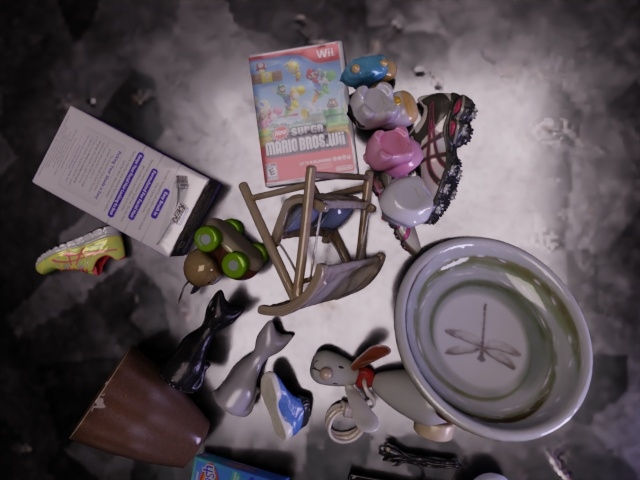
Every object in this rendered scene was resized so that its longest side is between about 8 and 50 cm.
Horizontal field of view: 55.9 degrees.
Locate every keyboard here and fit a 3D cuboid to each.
[{"bbox_3d":[0.214,0.534,1.275,0.317,0.033,0.201,8,99,5],"label":"keyboard"}]

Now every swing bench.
[{"bbox_3d":[0.000,0.000,1.155,0.165,0.253,0.255,-10,89,31],"label":"swing bench"}]

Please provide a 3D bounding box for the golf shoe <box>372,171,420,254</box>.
[{"bbox_3d":[0.173,-0.062,1.247,0.086,0.067,0.186,-24,89,4],"label":"golf shoe"}]

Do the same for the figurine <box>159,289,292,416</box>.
[{"bbox_3d":[-0.186,0.234,1.255,0.215,0.092,0.209,34,90,-26],"label":"figurine"}]

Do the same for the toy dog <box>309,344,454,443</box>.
[{"bbox_3d":[0.145,0.311,1.211,0.333,0.161,0.220,-7,90,6],"label":"toy dog"}]

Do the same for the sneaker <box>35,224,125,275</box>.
[{"bbox_3d":[-0.521,0.041,1.315,0.208,0.081,0.094,-22,95,7],"label":"sneaker"}]

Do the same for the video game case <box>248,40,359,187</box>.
[{"bbox_3d":[-0.036,-0.267,1.286,0.204,0.025,0.285,-7,90,6],"label":"video game case"}]

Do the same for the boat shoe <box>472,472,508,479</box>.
[{"bbox_3d":[0.306,0.633,1.200,0.121,0.119,0.335,19,100,4],"label":"boat shoe"}]

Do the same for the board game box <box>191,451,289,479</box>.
[{"bbox_3d":[-0.179,0.555,1.272,0.210,0.047,0.160,7,87,23],"label":"board game box"}]

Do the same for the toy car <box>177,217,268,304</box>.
[{"bbox_3d":[-0.224,0.062,1.255,0.149,0.155,0.188,43,104,4],"label":"toy car"}]

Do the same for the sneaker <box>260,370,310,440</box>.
[{"bbox_3d":[-0.069,0.334,1.273,0.058,0.084,0.152,-10,99,49],"label":"sneaker"}]

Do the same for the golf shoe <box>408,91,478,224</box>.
[{"bbox_3d":[0.233,-0.168,1.237,0.120,0.105,0.273,14,89,24],"label":"golf shoe"}]

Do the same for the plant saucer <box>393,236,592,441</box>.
[{"bbox_3d":[0.321,0.189,1.174,0.400,0.100,0.400,6,63,-11],"label":"plant saucer"}]

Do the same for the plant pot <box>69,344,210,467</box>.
[{"bbox_3d":[-0.357,0.369,1.258,0.230,0.215,0.215,34,94,-11],"label":"plant pot"}]

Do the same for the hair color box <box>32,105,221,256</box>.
[{"bbox_3d":[-0.408,-0.123,1.286,0.339,0.110,0.185,29,93,6],"label":"hair color box"}]

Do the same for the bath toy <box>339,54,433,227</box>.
[{"bbox_3d":[0.135,-0.182,1.175,0.151,0.129,0.348,-7,73,-17],"label":"bath toy"}]
